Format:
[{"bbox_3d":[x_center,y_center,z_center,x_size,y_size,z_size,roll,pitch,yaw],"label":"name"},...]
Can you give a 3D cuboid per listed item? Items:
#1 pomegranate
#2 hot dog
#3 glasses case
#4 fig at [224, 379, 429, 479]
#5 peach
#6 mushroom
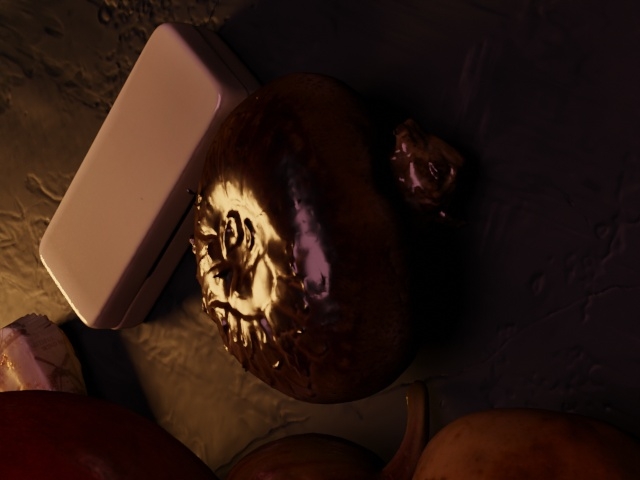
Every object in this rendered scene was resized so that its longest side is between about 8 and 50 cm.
[{"bbox_3d":[0.161,0.230,1.189,0.215,0.215,0.215,-1,89,43],"label":"pomegranate"},{"bbox_3d":[-0.288,0.196,1.719,0.131,0.069,0.253,-44,64,23],"label":"hot dog"},{"bbox_3d":[-0.173,-0.061,1.606,0.131,0.070,0.313,50,122,31],"label":"glasses case"},{"bbox_3d":[0.018,0.235,1.375,0.207,0.175,0.175,-27,70,19],"label":"fig"},{"bbox_3d":[-0.266,0.309,1.476,0.388,0.388,0.388,-1,89,43],"label":"peach"},{"bbox_3d":[-0.006,-0.003,1.387,0.278,0.163,0.297,-39,63,37],"label":"mushroom"}]
